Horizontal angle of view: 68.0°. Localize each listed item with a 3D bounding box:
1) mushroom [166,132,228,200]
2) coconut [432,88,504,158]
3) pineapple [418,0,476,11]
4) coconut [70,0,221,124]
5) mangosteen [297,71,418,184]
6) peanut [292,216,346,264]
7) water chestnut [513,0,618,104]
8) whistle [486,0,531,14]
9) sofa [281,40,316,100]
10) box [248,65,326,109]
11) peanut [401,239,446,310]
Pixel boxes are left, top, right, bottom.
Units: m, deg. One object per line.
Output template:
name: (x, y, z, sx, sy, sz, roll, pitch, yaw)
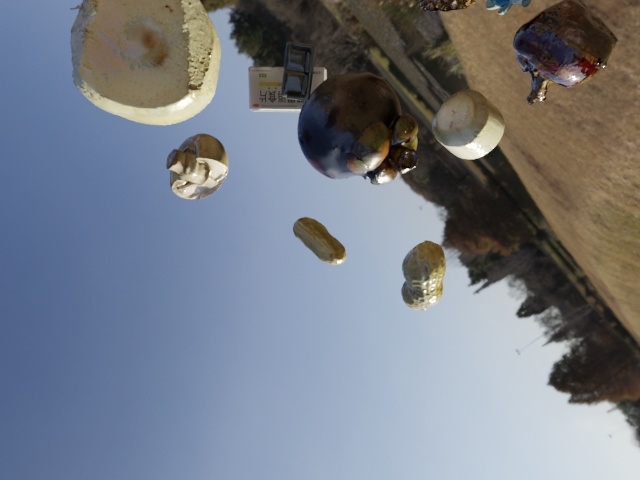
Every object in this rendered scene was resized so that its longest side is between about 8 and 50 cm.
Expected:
mushroom: (-0.450, -0.285, 1.690, 0.195, 0.253, 0.189, 21, -138, -39)
coconut: (0.479, -0.368, 1.530, 0.221, 0.202, 0.202, 15, -144, -46)
pineapple: (0.532, -1.127, 1.968, 0.263, 0.262, 0.272, -111, 8, -50)
coconut: (-0.350, -0.382, 0.978, 0.297, 0.297, 0.254, 41, -175, -18)
mangosteen: (0.135, -0.382, 1.615, 0.420, 0.381, 0.381, 9, -167, 12)
peanut: (0.000, 0.000, 2.193, 0.318, 0.148, 0.147, 38, -169, 30)
water chestnut: (0.816, -0.644, 1.651, 0.335, 0.347, 0.335, 22, -147, -16)
whistle: (0.654, -0.852, 1.649, 0.077, 0.114, 0.235, -1, -167, -19)
sofa: (-0.063, -0.463, 1.300, 0.085, 0.147, 0.060, 11, -158, 3)
box: (-0.133, -0.631, 1.994, 0.332, 0.173, 0.145, 1, -168, -2)
peanut: (0.336, 0.128, 1.563, 0.147, 0.146, 0.306, -113, 11, -48)
